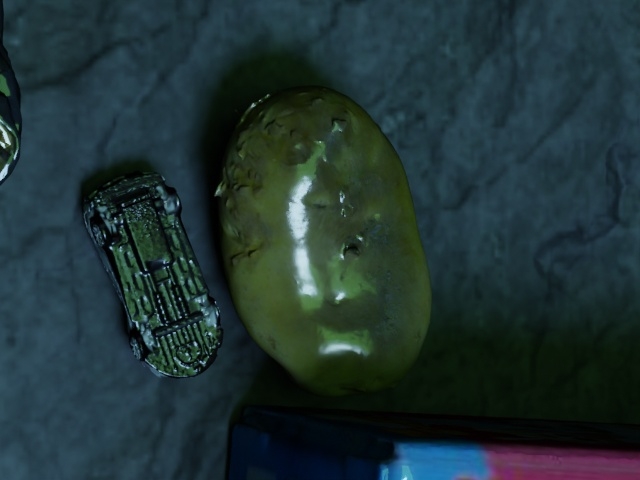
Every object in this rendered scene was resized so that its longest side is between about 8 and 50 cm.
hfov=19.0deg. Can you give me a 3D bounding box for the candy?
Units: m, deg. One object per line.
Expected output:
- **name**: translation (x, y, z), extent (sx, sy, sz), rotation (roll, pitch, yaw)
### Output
- **candy**: translation (0.126, 0.134, 0.852), extent (0.306, 0.157, 0.100), rotation (4, 89, -26)

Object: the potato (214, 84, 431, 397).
- **potato**: translation (0.000, 0.000, 0.840), extent (0.091, 0.070, 0.138), rotation (-14, 97, -26)

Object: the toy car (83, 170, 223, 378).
- **toy car**: translation (-0.072, 0.016, 0.830), extent (0.041, 0.025, 0.093), rotation (-20, 95, -23)

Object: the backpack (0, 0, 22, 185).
- **backpack**: translation (-0.236, -0.094, 0.704), extent (0.206, 0.133, 0.258), rotation (-37, 99, -12)
